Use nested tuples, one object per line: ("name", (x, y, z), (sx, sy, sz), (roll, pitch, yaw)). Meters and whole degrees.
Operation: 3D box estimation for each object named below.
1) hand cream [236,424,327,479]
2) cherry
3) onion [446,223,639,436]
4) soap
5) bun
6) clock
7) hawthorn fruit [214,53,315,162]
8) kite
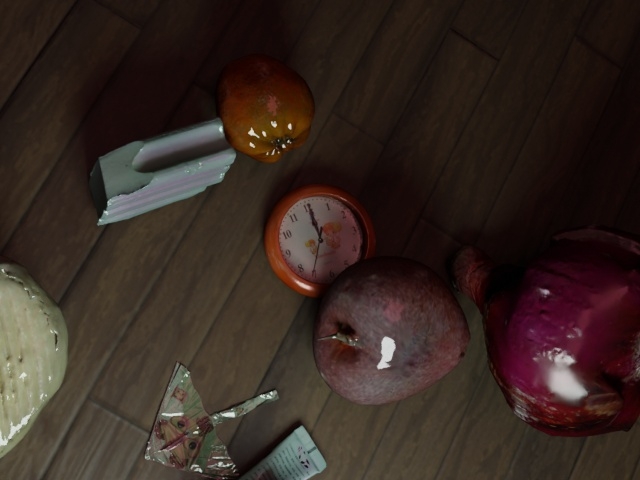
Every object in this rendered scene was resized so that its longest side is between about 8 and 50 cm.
("hand cream", (-0.136, 0.433, 1.689), (0.331, 0.058, 0.085), (-33, 91, -21))
("cherry", (0.121, 0.150, 1.733), (0.307, 0.221, 0.261), (5, 117, -31))
("onion", (0.397, 0.140, 1.804), (0.420, 0.398, 0.398), (17, 71, 26))
("soap", (-0.271, -0.117, 1.701), (0.230, 0.145, 0.091), (-19, 78, -25))
("bun", (-0.558, 0.172, 1.512), (0.360, 0.211, 0.359), (1, 87, -26))
("clock", (0.000, 0.000, 1.813), (0.205, 0.051, 0.205), (3, 80, -16))
("hawthorn fruit", (-0.101, -0.229, 1.759), (0.189, 0.189, 0.189), (3, 80, -18))
("kite", (-0.184, 0.304, 1.723), (0.250, 0.012, 0.229), (-24, 90, -22))
